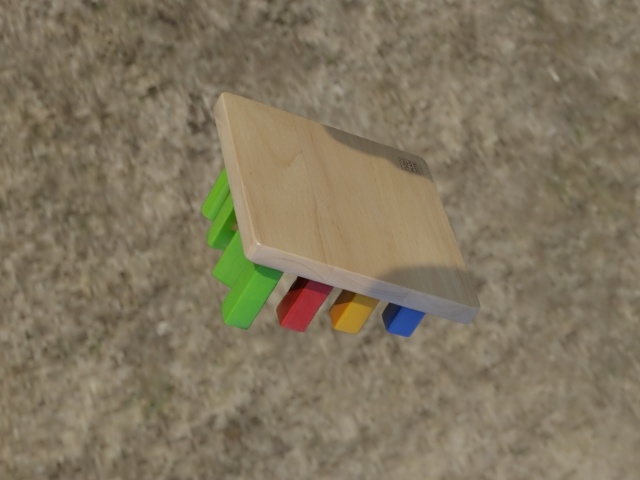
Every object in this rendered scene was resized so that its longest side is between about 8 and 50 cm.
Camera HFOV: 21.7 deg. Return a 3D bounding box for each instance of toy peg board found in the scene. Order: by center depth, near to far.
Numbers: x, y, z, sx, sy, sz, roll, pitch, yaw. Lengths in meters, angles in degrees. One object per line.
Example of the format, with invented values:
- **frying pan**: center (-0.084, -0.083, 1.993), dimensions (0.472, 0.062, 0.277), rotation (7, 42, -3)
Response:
- **toy peg board**: center (0.000, 0.000, 1.087), dimensions (0.161, 0.161, 0.079), rotation (17, 124, -25)
